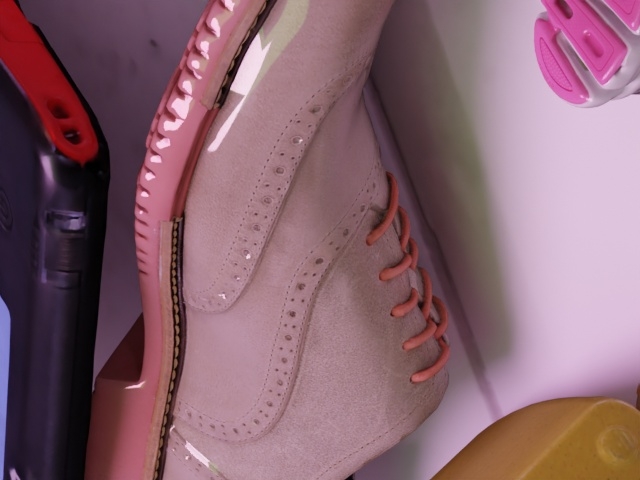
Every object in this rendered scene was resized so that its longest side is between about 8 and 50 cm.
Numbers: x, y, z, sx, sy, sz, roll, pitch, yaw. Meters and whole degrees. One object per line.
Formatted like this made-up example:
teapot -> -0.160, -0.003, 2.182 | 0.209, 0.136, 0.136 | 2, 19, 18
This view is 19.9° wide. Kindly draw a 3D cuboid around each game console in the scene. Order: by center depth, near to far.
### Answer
game console -> -0.198, 0.012, 0.904 | 0.342, 0.060, 0.386 | 55, 146, 42

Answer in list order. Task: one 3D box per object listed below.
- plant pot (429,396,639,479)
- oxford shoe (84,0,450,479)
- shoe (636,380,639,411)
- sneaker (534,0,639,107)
plant pot -> 0.090, 0.179, 0.687 | 0.212, 0.212, 0.187 | 44, 156, 13
oxford shoe -> 0.000, 0.000, 0.781 | 0.146, 0.140, 0.397 | 21, 134, 6
shoe -> 0.216, 0.110, 0.688 | 0.219, 0.058, 0.076 | 41, 105, 10
sneaker -> 0.134, -0.121, 0.613 | 0.063, 0.075, 0.170 | 39, 115, 42
